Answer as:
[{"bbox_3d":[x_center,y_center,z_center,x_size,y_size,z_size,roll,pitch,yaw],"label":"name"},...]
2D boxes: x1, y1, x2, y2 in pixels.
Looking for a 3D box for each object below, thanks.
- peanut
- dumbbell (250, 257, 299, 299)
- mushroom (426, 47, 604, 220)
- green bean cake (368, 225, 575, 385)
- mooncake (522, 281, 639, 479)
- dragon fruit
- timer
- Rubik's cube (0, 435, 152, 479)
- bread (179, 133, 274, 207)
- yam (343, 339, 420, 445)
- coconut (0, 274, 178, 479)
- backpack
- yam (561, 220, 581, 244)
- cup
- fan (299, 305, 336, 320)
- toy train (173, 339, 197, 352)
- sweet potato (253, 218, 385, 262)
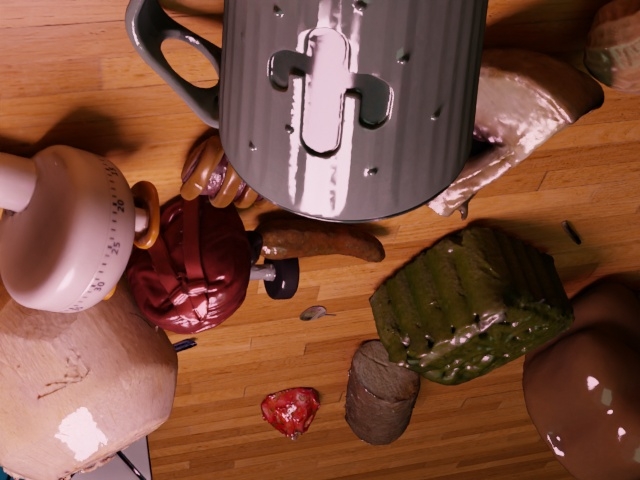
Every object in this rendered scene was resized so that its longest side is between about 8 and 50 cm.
[{"bbox_3d":[0.479,-0.298,1.342,0.197,0.110,0.233,14,141,-40],"label":"peanut"},{"bbox_3d":[-0.138,0.055,1.677,0.191,0.100,0.100,0,147,-24],"label":"dumbbell"},{"bbox_3d":[0.261,-0.186,1.434,0.217,0.212,0.292,-42,171,-47],"label":"mushroom"},{"bbox_3d":[0.305,0.144,1.901,0.319,0.218,0.335,18,139,-43],"label":"green bean cake"},{"bbox_3d":[0.684,0.325,2.148,0.467,0.467,0.262,8,147,-33],"label":"mooncake"},{"bbox_3d":[-0.067,0.432,2.330,0.153,0.110,0.153,-7,150,-4],"label":"dragon fruit"},{"bbox_3d":[-0.371,-0.021,1.326,0.240,0.233,0.233,15,139,-43],"label":"timer"},{"bbox_3d":[-0.525,0.451,2.026,0.248,0.246,0.250,-36,144,32],"label":"Rubik's cube"},{"bbox_3d":[-0.095,-0.099,1.456,0.225,0.081,0.134,1,145,-23],"label":"bread"},{"bbox_3d":[0.139,0.352,2.229,0.168,0.168,0.304,-9,150,-8],"label":"yam"},{"bbox_3d":[-0.419,0.190,1.569,0.346,0.360,0.346,-31,173,-4],"label":"coconut"},{"bbox_3d":[-0.201,0.042,1.513,0.229,0.229,0.139,-20,145,9],"label":"backpack"},{"bbox_3d":[0.498,-0.013,1.918,0.014,0.014,0.107,-26,148,20],"label":"yam"},{"bbox_3d":[-0.005,-0.236,1.060,0.401,0.310,0.392,-11,144,-10],"label":"cup"},{"bbox_3d":[-0.011,0.154,1.992,0.060,0.003,0.080,-26,148,20],"label":"fan"},{"bbox_3d":[-0.288,0.217,1.964,0.083,0.017,0.017,-21,151,12],"label":"toy train"},{"bbox_3d":[0.000,0.000,1.677,0.273,0.075,0.075,3,146,-33],"label":"sweet potato"}]
